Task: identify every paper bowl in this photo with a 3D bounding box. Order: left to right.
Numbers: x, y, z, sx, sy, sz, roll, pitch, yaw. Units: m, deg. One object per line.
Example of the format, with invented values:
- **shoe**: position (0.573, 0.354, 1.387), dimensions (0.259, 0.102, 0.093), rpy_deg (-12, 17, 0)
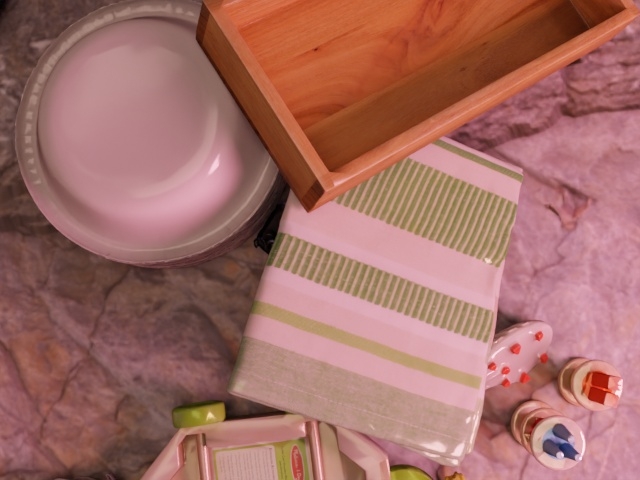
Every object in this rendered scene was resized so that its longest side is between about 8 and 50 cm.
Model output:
- **paper bowl**: position (-0.174, -0.115, 0.821), dimensions (0.284, 0.148, 0.284), rpy_deg (0, 85, 4)

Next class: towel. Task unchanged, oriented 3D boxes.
- **towel**: position (0.069, 0.030, 0.770), dimensions (0.248, 0.038, 0.324), rpy_deg (21, 68, -14)

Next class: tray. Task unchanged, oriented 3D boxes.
- **tray**: position (0.107, -0.213, 0.784), dimensions (0.411, 0.076, 0.202), rpy_deg (-30, 84, -22)

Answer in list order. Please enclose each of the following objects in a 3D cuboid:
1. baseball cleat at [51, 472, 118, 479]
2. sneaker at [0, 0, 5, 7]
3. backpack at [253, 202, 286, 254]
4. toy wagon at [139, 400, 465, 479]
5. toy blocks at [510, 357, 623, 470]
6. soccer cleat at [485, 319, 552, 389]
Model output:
- **baseball cleat**: position (-0.296, 0.324, 0.841), dimensions (0.206, 0.072, 0.109), rpy_deg (-31, 71, -4)
- **sneaker**: position (-0.421, -0.326, 0.878), dimensions (0.163, 0.086, 0.226), rpy_deg (32, 89, 2)
- **backpack**: position (0.000, 0.000, 0.824), dimensions (0.114, 0.105, 0.084), rpy_deg (33, 84, -7)
- **toy wagon**: position (-0.016, 0.293, 0.821), dimensions (0.345, 0.068, 0.267), rpy_deg (-7, 86, 2)
- **toy blocks**: position (0.253, 0.170, 0.776), dimensions (0.123, 0.148, 0.054), rpy_deg (-42, 85, 0)
- **soccer cleat**: position (0.156, 0.135, 0.828), dimensions (0.196, 0.076, 0.068), rpy_deg (-32, 126, -12)
